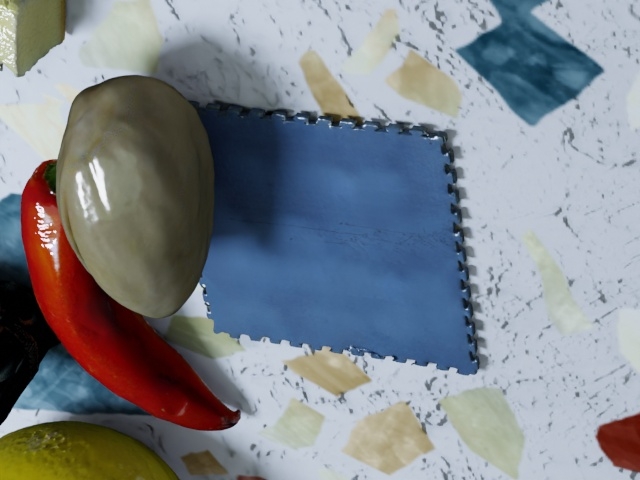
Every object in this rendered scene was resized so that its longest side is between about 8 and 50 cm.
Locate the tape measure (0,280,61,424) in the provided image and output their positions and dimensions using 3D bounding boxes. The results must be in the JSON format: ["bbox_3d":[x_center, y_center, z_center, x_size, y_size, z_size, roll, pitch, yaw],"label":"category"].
[{"bbox_3d":[-0.380,0.108,1.617,0.223,0.202,0.135,19,132,6],"label":"tape measure"}]

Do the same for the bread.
[{"bbox_3d":[-0.271,-0.192,1.371,0.109,0.084,0.080,22,134,9],"label":"bread"}]

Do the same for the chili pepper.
[{"bbox_3d":[-0.191,0.041,1.551,0.137,0.092,0.368,-17,127,4],"label":"chili pepper"}]

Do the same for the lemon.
[{"bbox_3d":[-0.253,0.294,1.696,0.263,0.236,0.236,0,131,3],"label":"lemon"}]

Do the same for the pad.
[{"bbox_3d":[0.000,0.000,1.450,0.270,0.012,0.269,9,132,21],"label":"pad"}]

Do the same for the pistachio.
[{"bbox_3d":[-0.150,-0.035,1.401,0.136,0.136,0.226,10,131,20],"label":"pistachio"}]
